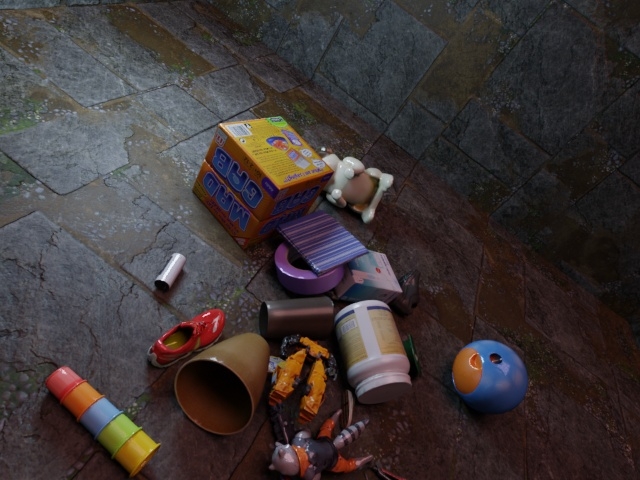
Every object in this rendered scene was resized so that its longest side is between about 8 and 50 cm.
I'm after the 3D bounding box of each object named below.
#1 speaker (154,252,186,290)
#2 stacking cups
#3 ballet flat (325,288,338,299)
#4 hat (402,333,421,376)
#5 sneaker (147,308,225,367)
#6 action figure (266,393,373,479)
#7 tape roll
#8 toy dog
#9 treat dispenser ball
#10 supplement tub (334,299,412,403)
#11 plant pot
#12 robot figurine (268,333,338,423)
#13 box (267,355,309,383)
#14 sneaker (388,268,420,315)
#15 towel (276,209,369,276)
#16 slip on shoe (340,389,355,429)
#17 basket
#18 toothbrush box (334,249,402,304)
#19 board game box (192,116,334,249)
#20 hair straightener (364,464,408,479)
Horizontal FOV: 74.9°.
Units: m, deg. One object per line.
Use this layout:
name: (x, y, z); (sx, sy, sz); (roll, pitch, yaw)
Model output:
speaker: (-0.508, 0.107, 1.419); (0.055, 0.055, 0.136); (28, 40, -11)
stacking cups: (-0.547, 0.443, 1.037); (0.316, 0.096, 0.096); (37, 38, 8)
ballet flat: (0.025, 0.179, 1.762); (0.057, 0.049, 0.173); (-23, 67, -47)
hat: (0.296, 0.479, 1.691); (0.208, 0.184, 0.173); (58, 20, -54)
sneaker: (-0.388, 0.286, 1.278); (0.107, 0.118, 0.279); (46, 39, 10)
action figure: (-0.020, 0.578, 1.230); (0.330, 0.178, 0.341); (2, 50, -48)
tape roll: (-0.042, 0.088, 1.670); (0.275, 0.090, 0.275); (-1, 39, 1)
toy dog: (0.118, -0.334, 2.179); (0.408, 0.284, 0.395); (22, 28, -19)
treat dispenser ball: (0.686, 0.552, 1.701); (0.288, 0.288, 0.288); (21, 41, -20)
supplement tub: (0.188, 0.402, 1.518); (0.228, 0.228, 0.316); (11, 45, -29)
plant pot: (-0.249, 0.385, 1.227); (0.237, 0.237, 0.254); (40, 24, 3)
robot figurine: (-0.055, 0.416, 1.313); (0.211, 0.085, 0.291); (33, 24, -2)
box: (-0.111, 0.434, 1.396); (0.169, 0.054, 0.059); (17, 43, -25)
sneaker: (0.415, 0.246, 1.970); (0.130, 0.109, 0.286); (44, 47, -1)
towel: (0.000, 0.000, 1.684); (0.243, 0.040, 0.336); (-22, 45, -25)
slip on shoe: (0.096, 0.576, 1.420); (0.041, 0.051, 0.135); (35, 30, -22)
basket: (-0.092, 0.277, 1.478); (0.227, 0.204, 0.154); (4, 60, -23)
toothbrush box: (0.186, 0.153, 1.827); (0.295, 0.126, 0.216); (16, 41, -38)
board game box: (-0.240, -0.248, 1.742); (0.356, 0.356, 0.356); (47, 39, 13)
hair straightener: (0.236, 0.782, 1.316); (0.230, 0.047, 0.089); (33, 38, -5)
